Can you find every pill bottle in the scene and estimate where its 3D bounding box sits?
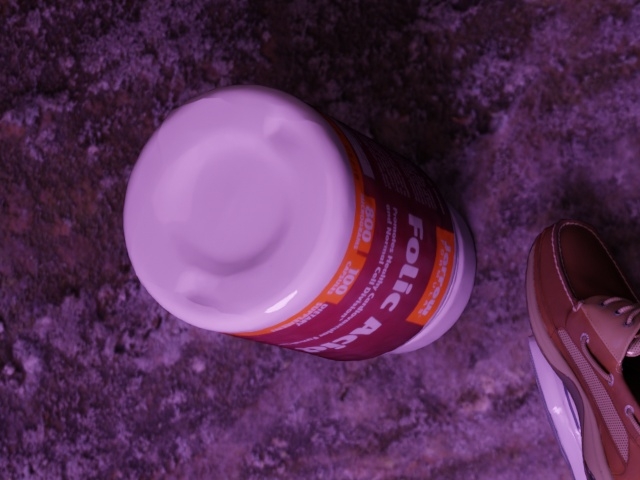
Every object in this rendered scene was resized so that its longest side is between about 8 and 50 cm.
[{"bbox_3d":[0.000,0.000,1.571,0.224,0.392,0.224,-5,79,24],"label":"pill bottle"}]

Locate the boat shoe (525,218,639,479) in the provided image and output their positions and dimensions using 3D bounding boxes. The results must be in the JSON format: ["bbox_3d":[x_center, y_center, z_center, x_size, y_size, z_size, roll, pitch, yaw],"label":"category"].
[{"bbox_3d":[0.296,0.113,1.530,0.120,0.123,0.324,-52,45,45],"label":"boat shoe"}]

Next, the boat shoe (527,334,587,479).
[{"bbox_3d":[0.271,0.191,1.596,0.076,0.083,0.226,-19,80,2],"label":"boat shoe"}]
